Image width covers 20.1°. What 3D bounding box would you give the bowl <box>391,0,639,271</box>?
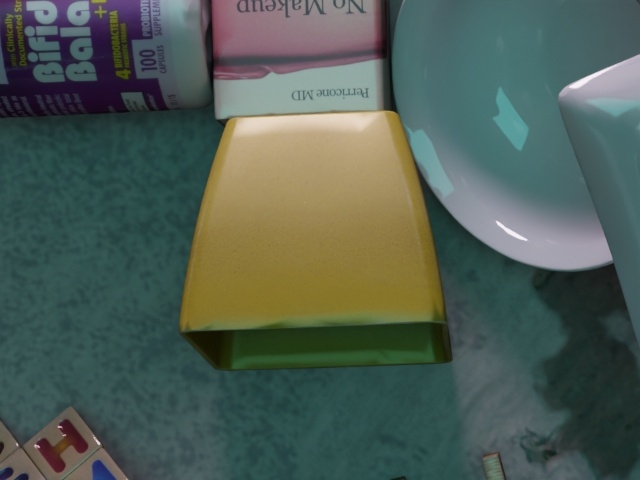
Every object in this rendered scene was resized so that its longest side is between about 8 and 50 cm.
[{"bbox_3d":[0.213,-0.133,1.505,0.298,0.134,0.298,22,124,37],"label":"bowl"}]

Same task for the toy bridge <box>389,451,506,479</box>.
[{"bbox_3d":[0.075,0.241,1.587,0.188,0.026,0.063,-16,88,5],"label":"toy bridge"}]

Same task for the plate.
[{"bbox_3d":[0.349,-0.046,1.376,0.277,0.045,0.278,-24,119,-1],"label":"plate"}]

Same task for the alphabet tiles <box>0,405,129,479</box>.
[{"bbox_3d":[-0.264,0.304,1.523,0.285,0.011,0.342,-40,54,-7],"label":"alphabet tiles"}]

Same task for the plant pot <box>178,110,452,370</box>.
[{"bbox_3d":[0.000,0.000,1.522,0.212,0.212,0.187,-2,78,5],"label":"plant pot"}]

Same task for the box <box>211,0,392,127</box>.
[{"bbox_3d":[-0.016,-0.213,1.561,0.148,0.127,0.232,-2,87,5],"label":"box"}]

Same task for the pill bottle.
[{"bbox_3d":[-0.242,-0.191,1.560,0.301,0.169,0.169,-3,88,5],"label":"pill bottle"}]
